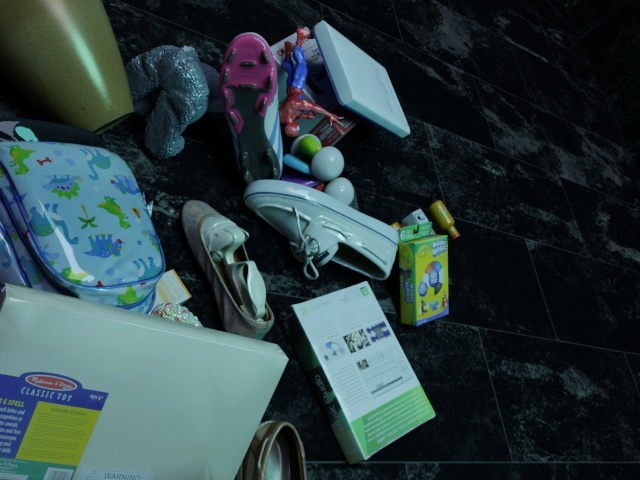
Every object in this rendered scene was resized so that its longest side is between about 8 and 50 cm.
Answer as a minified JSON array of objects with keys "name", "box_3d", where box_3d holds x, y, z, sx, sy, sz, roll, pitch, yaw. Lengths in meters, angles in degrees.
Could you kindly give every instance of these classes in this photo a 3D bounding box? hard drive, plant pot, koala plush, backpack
[{"name":"hard drive","box_3d":[0.106,-0.377,1.594,0.319,0.040,0.210,11,56,-59]},{"name":"plant pot","box_3d":[-0.454,-0.313,1.184,0.237,0.237,0.254,-43,109,-47]},{"name":"koala plush","box_3d":[-0.274,-0.307,1.348,0.196,0.203,0.221,52,31,0]},{"name":"backpack","box_3d":[-0.393,-0.007,1.007,0.290,0.274,0.355,0,75,-56]}]

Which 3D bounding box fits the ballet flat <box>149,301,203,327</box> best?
[{"name":"ballet flat","box_3d":[-0.198,0.202,1.041,0.091,0.077,0.240,-29,126,-19]}]

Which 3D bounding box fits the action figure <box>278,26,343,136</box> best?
[{"name":"action figure","box_3d":[-0.024,-0.330,1.474,0.139,0.091,0.280,23,56,-24]}]

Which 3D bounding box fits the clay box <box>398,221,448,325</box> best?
[{"name":"clay box","box_3d":[0.239,0.074,1.526,0.128,0.053,0.221,-12,104,-44]}]

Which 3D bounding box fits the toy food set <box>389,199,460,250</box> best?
[{"name":"toy food set","box_3d":[0.237,-0.008,1.614,0.232,0.111,0.104,-25,80,-49]}]

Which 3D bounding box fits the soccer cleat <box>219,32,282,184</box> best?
[{"name":"soccer cleat","box_3d":[-0.141,-0.268,1.365,0.116,0.331,0.143,-3,31,-2]}]

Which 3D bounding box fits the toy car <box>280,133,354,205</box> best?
[{"name":"toy car","box_3d":[-0.022,-0.138,1.462,0.136,0.159,0.182,-31,127,-13]}]

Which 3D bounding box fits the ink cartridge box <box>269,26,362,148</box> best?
[{"name":"ink cartridge box","box_3d":[-0.023,-0.370,1.639,0.273,0.114,0.197,47,44,-4]}]

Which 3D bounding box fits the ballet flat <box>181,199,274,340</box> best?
[{"name":"ballet flat","box_3d":[-0.165,0.042,1.245,0.108,0.106,0.315,-12,71,-44]}]

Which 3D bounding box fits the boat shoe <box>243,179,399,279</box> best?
[{"name":"boat shoe","box_3d":[-0.003,0.003,1.399,0.367,0.136,0.156,24,62,-24]}]

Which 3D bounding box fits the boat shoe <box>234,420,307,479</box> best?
[{"name":"boat shoe","box_3d":[-0.071,0.442,1.044,0.123,0.116,0.324,11,56,-35]}]

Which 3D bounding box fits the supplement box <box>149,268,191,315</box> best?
[{"name":"supplement box","box_3d":[-0.285,0.099,1.156,0.098,0.036,0.062,-28,83,-47]}]

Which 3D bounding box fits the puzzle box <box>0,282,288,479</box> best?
[{"name":"puzzle box","box_3d":[-0.275,0.232,0.929,0.409,0.272,0.052,20,11,-30]}]

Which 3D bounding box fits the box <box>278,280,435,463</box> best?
[{"name":"box","box_3d":[0.077,0.256,1.343,0.232,0.058,0.321,-13,70,-44]}]
